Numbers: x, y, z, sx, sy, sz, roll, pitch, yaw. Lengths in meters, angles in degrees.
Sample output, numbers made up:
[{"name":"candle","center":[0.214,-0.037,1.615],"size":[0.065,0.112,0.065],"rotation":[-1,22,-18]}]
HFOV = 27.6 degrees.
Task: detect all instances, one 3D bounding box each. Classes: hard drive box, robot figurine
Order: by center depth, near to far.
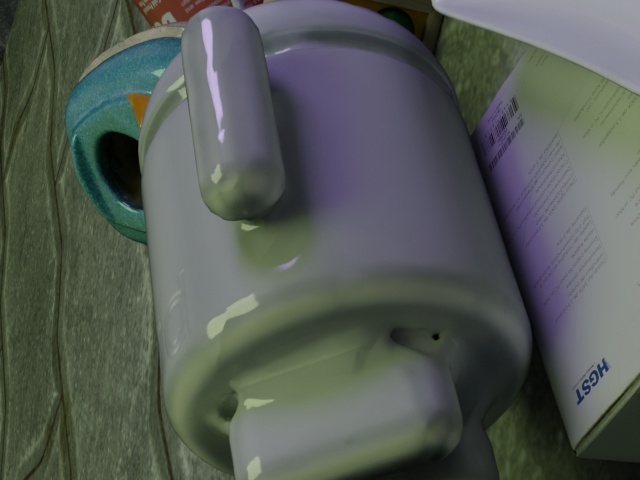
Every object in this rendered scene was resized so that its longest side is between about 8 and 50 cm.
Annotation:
[{"name":"hard drive box","center":[0.179,-0.028,0.686],"size":[0.181,0.089,0.232],"rotation":[119,151,-42]},{"name":"robot figurine","center":[0.000,0.000,0.754],"size":[0.300,0.200,0.353],"rotation":[63,-168,-49]}]

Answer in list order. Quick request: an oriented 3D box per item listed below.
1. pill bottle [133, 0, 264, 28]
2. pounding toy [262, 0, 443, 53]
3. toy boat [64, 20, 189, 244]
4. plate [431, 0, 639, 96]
[{"name":"pill bottle","center":[-0.093,-0.211,1.254],"size":[0.216,0.121,0.121],"rotation":[54,156,-7]},{"name":"pounding toy","center":[-0.016,-0.118,1.073],"size":[0.094,0.181,0.206],"rotation":[-137,58,-63]},{"name":"toy boat","center":[-0.079,-0.011,1.011],"size":[0.267,0.148,0.318],"rotation":[-11,108,48]},{"name":"plate","center":[0.177,-0.208,0.613],"size":[0.278,0.045,0.277],"rotation":[-68,26,11]}]
